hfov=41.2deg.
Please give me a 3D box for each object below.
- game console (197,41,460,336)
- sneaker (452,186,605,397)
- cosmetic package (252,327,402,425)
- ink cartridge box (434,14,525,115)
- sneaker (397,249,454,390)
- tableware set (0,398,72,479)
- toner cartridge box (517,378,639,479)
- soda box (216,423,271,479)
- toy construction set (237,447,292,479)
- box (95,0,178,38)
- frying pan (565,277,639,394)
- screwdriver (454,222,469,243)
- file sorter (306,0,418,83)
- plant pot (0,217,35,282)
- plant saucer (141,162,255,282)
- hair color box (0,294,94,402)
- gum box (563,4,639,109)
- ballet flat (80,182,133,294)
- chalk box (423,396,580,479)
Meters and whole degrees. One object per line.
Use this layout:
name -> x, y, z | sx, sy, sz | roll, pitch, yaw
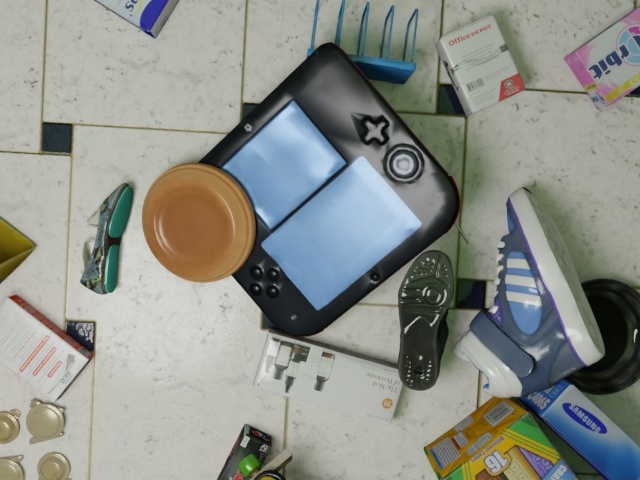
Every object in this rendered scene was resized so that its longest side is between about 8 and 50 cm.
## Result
game console -> -0.010, -0.064, 1.353 | 0.386, 0.060, 0.342 | -40, 95, 20
sneaker -> 0.300, 0.096, 1.401 | 0.236, 0.130, 0.322 | -29, 63, 25
cosmetic package -> 0.014, 0.228, 1.427 | 0.239, 0.060, 0.098 | 16, 93, -3
ink cartridge box -> 0.264, -0.289, 1.415 | 0.099, 0.056, 0.135 | -24, 94, -2
sneaker -> 0.169, 0.116, 1.387 | 0.087, 0.130, 0.227 | 4, 106, 7
tableware set -> -0.494, 0.350, 1.431 | 0.141, 0.020, 0.168 | -3, 94, 0
toner cartridge box -> 0.486, 0.358, 1.402 | 0.348, 0.165, 0.075 | 42, 89, -4
soda box -> -0.141, 0.398, 1.427 | 0.053, 0.060, 0.169 | 27, 91, -5
toy construction set -> -0.072, 0.477, 1.374 | 0.237, 0.257, 0.309 | 44, 98, 11
box -> -0.297, -0.419, 1.377 | 0.137, 0.072, 0.126 | 31, 92, -4
frying pan -> 0.534, 0.145, 1.451 | 0.326, 0.053, 0.197 | -15, 93, -8
screwdriver -> 0.210, -0.066, 1.442 | 0.025, 0.024, 0.170 | -34, 96, 28
file sorter -> 0.067, -0.324, 1.376 | 0.170, 0.118, 0.104 | 7, 89, -3
plant pot -> -0.617, 0.039, 1.328 | 0.212, 0.212, 0.187 | 37, 103, -4
plant saucer -> -0.203, -0.025, 1.378 | 0.200, 0.037, 0.200 | 4, 104, 16
hair color box -> -0.471, 0.177, 1.407 | 0.167, 0.053, 0.093 | 39, 89, -2
gum box -> 0.520, -0.318, 1.422 | 0.188, 0.062, 0.107 | -35, 94, 0
ballet flat -> -0.358, -0.006, 1.401 | 0.070, 0.070, 0.188 | 12, 89, -3
chalk box -> 0.331, 0.425, 1.390 | 0.179, 0.180, 0.289 | -36, 92, -1
